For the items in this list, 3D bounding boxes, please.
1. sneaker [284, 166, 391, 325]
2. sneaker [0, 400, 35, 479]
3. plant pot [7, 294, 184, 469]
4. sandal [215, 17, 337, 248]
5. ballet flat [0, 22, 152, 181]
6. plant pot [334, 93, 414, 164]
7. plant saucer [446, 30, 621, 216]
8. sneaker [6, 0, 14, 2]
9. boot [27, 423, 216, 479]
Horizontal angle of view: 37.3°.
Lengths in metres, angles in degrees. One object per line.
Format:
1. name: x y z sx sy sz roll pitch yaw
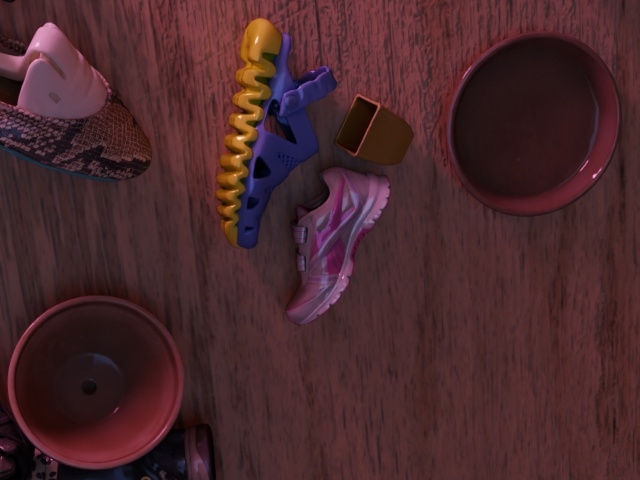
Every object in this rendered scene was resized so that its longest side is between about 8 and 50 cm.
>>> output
1. sneaker: 0.000 0.000 1.379 0.111 0.103 0.252 25 92 -13
2. sneaker: -0.453 0.239 1.224 0.087 0.130 0.227 -37 114 -6
3. plant pot: -0.319 0.201 1.334 0.237 0.110 0.237 5 76 -20
4. sandal: -0.063 -0.136 1.314 0.138 0.126 0.317 10 104 -18
5. ballet flat: -0.424 -0.219 1.178 0.483 0.164 0.182 20 133 -14
6. plant pot: 0.084 -0.151 1.363 0.083 0.081 0.081 21 100 -29
7. plant saucer: 0.316 -0.173 1.423 0.278 0.041 0.277 -3 105 -12
8. sneaker: -0.490 -0.383 1.163 0.296 0.104 0.146 16 96 -20
9. boot: -0.298 0.450 1.414 0.284 0.138 0.377 0 111 -8
